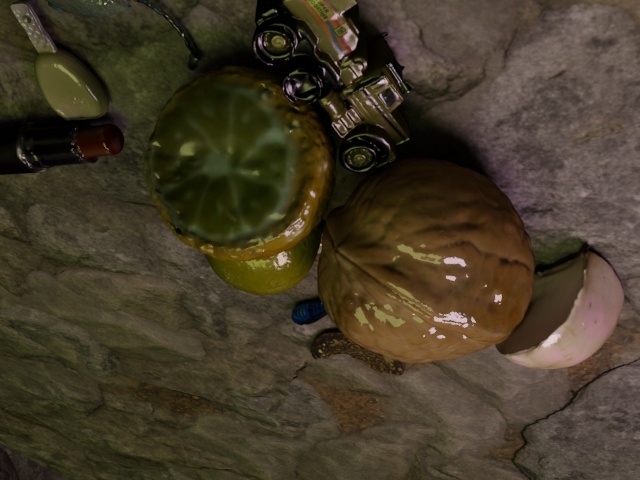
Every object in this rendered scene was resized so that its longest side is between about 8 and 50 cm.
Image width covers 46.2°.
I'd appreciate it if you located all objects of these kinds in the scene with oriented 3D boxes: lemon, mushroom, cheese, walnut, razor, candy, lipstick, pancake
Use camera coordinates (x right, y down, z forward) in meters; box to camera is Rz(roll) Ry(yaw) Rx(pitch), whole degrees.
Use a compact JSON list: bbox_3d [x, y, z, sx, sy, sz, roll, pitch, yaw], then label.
[{"bbox_3d":[-0.091,-0.004,1.146,0.184,0.184,0.248,15,150,4],"label":"lemon"},{"bbox_3d":[0.366,0.149,1.173,0.173,0.162,0.236,37,141,-21],"label":"mushroom"},{"bbox_3d":[-0.375,-0.252,1.057,0.097,0.037,0.192,1,141,19],"label":"cheese"},{"bbox_3d":[0.138,0.031,1.022,0.313,0.251,0.277,14,146,-37],"label":"walnut"},{"bbox_3d":[0.062,0.101,1.328,0.056,0.093,0.324,-1,163,-41],"label":"razor"},{"bbox_3d":[-0.104,-0.097,0.989,0.260,0.259,0.118,5,-176,16],"label":"candy"},{"bbox_3d":[-0.439,-0.148,1.181,0.300,0.081,0.081,-3,139,26],"label":"lipstick"},{"bbox_3d":[0.079,0.232,1.512,0.191,0.020,0.184,34,140,-19],"label":"pancake"}]

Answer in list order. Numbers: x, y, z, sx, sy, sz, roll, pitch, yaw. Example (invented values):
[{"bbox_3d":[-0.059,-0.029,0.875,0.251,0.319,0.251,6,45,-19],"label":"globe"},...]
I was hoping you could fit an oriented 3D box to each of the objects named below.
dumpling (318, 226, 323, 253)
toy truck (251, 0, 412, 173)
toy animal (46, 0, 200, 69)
[{"bbox_3d":[0.000,0.001,1.231,0.060,0.043,0.077,5,144,-20],"label":"dumpling"},{"bbox_3d":[0.030,-0.206,0.893,0.127,0.127,0.257,-21,131,21],"label":"toy truck"},{"bbox_3d":[-0.257,-0.298,0.943,0.253,0.070,0.079,20,180,-24],"label":"toy animal"}]
